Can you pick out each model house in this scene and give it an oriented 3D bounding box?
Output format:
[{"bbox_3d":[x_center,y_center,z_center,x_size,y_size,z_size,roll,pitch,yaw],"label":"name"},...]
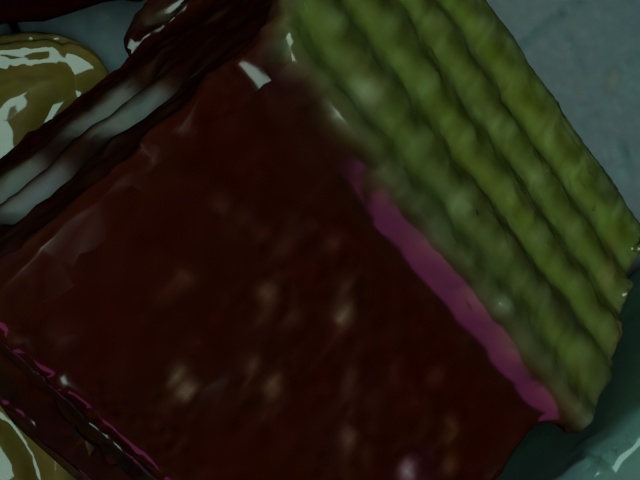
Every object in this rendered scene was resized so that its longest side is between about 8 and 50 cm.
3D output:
[{"bbox_3d":[0.000,0.000,0.443,0.254,0.160,0.196,-46,112,-12],"label":"model house"}]

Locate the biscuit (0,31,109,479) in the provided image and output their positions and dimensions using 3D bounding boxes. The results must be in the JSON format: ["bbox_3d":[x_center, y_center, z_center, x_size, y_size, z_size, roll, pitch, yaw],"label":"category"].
[{"bbox_3d":[-0.198,0.077,0.513,0.269,0.051,0.375,29,91,-6],"label":"biscuit"}]

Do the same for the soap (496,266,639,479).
[{"bbox_3d":[0.206,0.255,0.497,0.261,0.156,0.446,-41,96,0],"label":"soap"}]

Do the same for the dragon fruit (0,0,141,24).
[{"bbox_3d":[-0.175,-0.209,0.399,0.330,0.240,0.302,-34,80,-8],"label":"dragon fruit"}]
